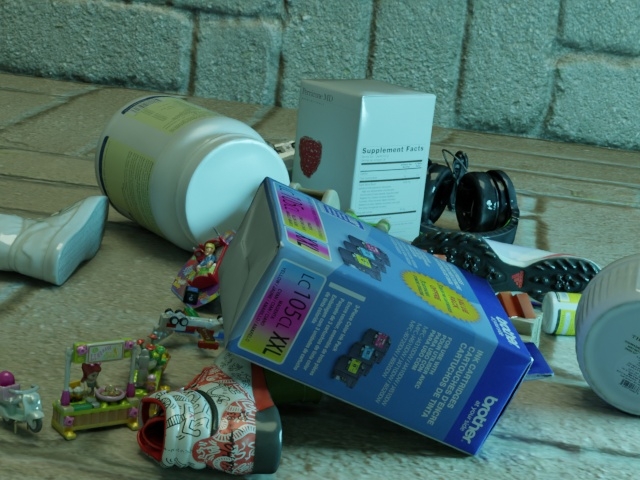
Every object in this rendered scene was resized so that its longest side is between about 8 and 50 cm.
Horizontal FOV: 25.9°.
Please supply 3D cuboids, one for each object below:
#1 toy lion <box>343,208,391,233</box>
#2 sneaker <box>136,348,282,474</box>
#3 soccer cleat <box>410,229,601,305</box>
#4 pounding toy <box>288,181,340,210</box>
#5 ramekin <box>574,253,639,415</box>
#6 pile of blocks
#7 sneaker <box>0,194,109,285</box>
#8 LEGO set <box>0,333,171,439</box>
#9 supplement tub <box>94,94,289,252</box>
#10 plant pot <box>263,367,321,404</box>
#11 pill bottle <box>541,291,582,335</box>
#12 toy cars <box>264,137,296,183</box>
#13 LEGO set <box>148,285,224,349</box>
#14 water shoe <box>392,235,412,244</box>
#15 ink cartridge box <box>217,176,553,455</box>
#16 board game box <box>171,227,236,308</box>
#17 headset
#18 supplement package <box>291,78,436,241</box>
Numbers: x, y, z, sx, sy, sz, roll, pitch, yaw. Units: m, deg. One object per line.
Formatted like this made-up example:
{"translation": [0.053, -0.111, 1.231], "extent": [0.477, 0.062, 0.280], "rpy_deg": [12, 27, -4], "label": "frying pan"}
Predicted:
{"translation": [0.061, 0.001, 2.348], "extent": [0.100, 0.096, 0.034], "rpy_deg": [16, 23, 9], "label": "toy lion"}
{"translation": [-0.137, 0.181, 1.580], "extent": [0.145, 0.090, 0.270], "rpy_deg": [5, 17, -14], "label": "sneaker"}
{"translation": [0.301, 0.052, 2.264], "extent": [0.318, 0.109, 0.116], "rpy_deg": [9, 0, 9], "label": "soccer cleat"}
{"translation": [0.000, 0.000, 2.208], "extent": [0.155, 0.154, 0.269], "rpy_deg": [11, 16, 19], "label": "pounding toy"}
{"translation": [0.427, 0.130, 1.798], "extent": [0.207, 0.207, 0.109], "rpy_deg": [10, 24, 15], "label": "ramekin"}
{"translation": [0.168, 0.083, 2.039], "extent": [0.362, 0.113, 0.149], "rpy_deg": [18, 18, 40], "label": "pile of blocks"}
{"translation": [-0.445, -0.020, 2.203], "extent": [0.169, 0.108, 0.292], "rpy_deg": [11, 16, 6], "label": "sneaker"}
{"translation": [-0.242, 0.147, 1.635], "extent": [0.132, 0.107, 0.287], "rpy_deg": [15, 17, 31], "label": "LEGO set"}
{"translation": [-0.221, -0.111, 2.383], "extent": [0.235, 0.235, 0.325], "rpy_deg": [-4, 18, -34], "label": "supplement tub"}
{"translation": [-0.050, 0.169, 1.707], "extent": [0.079, 0.083, 0.083], "rpy_deg": [-12, 20, -19], "label": "plant pot"}
{"translation": [0.398, 0.113, 2.105], "extent": [0.116, 0.065, 0.065], "rpy_deg": [5, 14, -5], "label": "pill bottle"}
{"translation": [-0.006, -0.112, 2.612], "extent": [0.087, 0.176, 0.393], "rpy_deg": [56, 18, 26], "label": "toy cars"}
{"translation": [-0.113, 0.130, 1.918], "extent": [0.244, 0.060, 0.182], "rpy_deg": [22, 16, 22], "label": "LEGO set"}
{"translation": [0.152, 0.038, 2.324], "extent": [0.203, 0.073, 0.080], "rpy_deg": [11, -4, -10], "label": "water shoe"}
{"translation": [0.084, 0.099, 1.684], "extent": [0.395, 0.151, 0.270], "rpy_deg": [26, 15, -14], "label": "ink cartridge box"}
{"translation": [-0.171, 0.032, 2.090], "extent": [0.133, 0.033, 0.168], "rpy_deg": [-43, 27, -6], "label": "board game box"}
{"translation": [0.252, -0.059, 2.663], "extent": [0.243, 0.185, 0.394], "rpy_deg": [11, 30, 3], "label": "headset"}
{"translation": [0.068, -0.129, 2.455], "extent": [0.175, 0.293, 0.177], "rpy_deg": [-6, 18, -38], "label": "supplement package"}
